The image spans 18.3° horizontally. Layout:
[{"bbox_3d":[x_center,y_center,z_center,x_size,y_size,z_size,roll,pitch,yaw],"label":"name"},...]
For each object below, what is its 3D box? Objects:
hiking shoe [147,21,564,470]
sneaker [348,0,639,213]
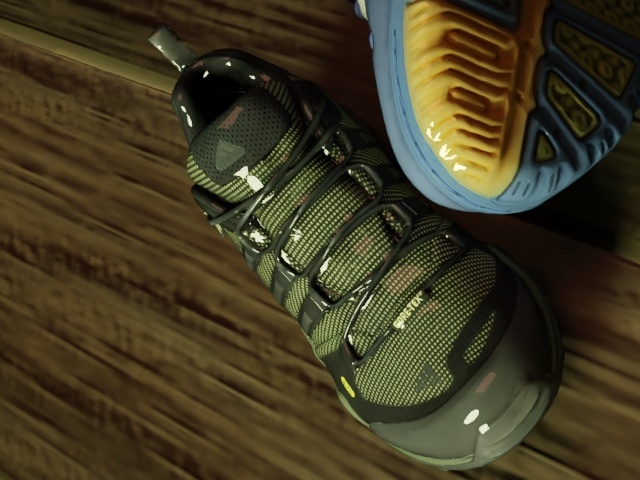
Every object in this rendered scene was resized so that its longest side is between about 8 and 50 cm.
[{"bbox_3d":[0.000,0.000,0.735,0.086,0.114,0.227,-51,40,7],"label":"hiking shoe"},{"bbox_3d":[0.052,-0.117,0.788,0.131,0.112,0.296,-35,37,41],"label":"sneaker"}]
